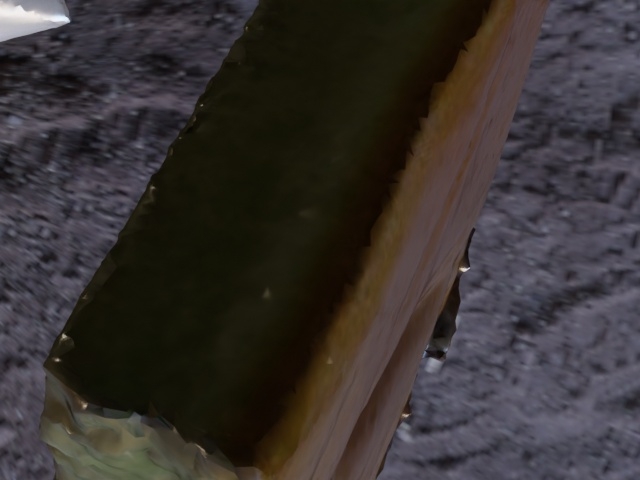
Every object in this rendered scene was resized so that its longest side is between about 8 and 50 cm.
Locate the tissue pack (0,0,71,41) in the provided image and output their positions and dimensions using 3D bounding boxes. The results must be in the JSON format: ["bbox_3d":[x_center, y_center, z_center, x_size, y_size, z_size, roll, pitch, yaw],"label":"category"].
[{"bbox_3d":[-0.182,-0.123,0.539,0.156,0.148,0.209,-17,128,12],"label":"tissue pack"}]

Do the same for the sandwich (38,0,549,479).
[{"bbox_3d":[0.000,0.000,0.397,0.063,0.212,0.245,18,106,7],"label":"sandwich"}]
